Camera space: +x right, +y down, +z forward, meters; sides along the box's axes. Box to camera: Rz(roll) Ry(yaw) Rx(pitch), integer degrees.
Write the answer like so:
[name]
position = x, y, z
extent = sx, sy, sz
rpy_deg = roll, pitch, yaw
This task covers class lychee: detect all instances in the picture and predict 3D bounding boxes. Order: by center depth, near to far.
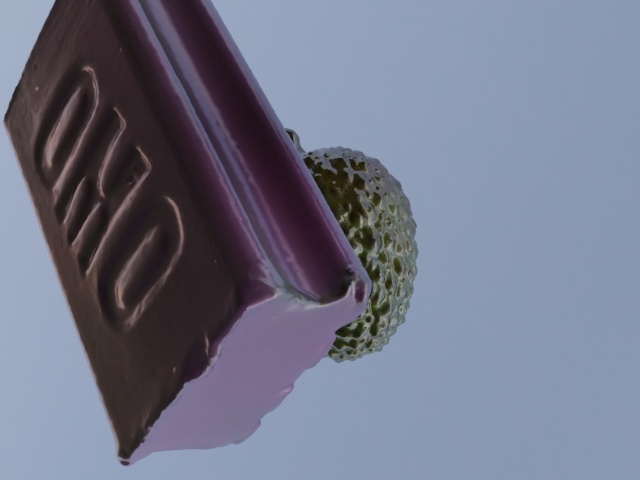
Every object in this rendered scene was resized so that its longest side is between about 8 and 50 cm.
[lychee]
position = 0.000, 0.000, 0.559
extent = 0.114, 0.114, 0.146
rpy_deg = -24, -105, 21

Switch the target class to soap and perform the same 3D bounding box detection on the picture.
[soap]
position = -0.069, -0.019, 0.413
extent = 0.122, 0.065, 0.203
rpy_deg = -53, -129, 34
